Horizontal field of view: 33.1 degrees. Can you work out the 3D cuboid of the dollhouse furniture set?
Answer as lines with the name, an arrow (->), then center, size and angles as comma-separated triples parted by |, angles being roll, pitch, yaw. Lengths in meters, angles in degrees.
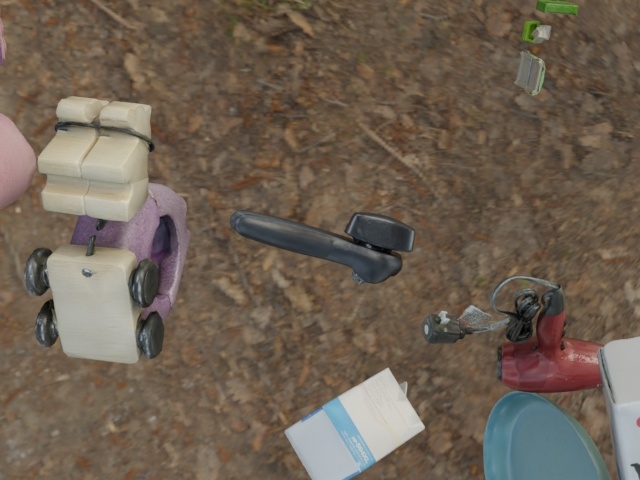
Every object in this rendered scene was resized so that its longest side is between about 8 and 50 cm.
dollhouse furniture set -> 0.367, -0.312, 1.748 | 0.058, 0.076, 0.152 | 1, 111, -18

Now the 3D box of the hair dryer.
hair dryer -> 0.300, 0.143, 1.424 | 0.223, 0.293, 0.080 | -31, 46, 54

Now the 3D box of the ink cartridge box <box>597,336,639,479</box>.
ink cartridge box -> 0.469, 0.265, 1.287 | 0.226, 0.131, 0.306 | -12, 116, 11

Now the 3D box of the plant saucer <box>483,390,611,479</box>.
plant saucer -> 0.346, 0.376, 1.604 | 0.317, 0.043, 0.318 | 171, 90, -66

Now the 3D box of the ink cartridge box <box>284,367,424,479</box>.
ink cartridge box -> 0.049, 0.228, 1.315 | 0.092, 0.143, 0.090 | -41, 76, 46

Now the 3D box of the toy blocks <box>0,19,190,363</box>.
toy blocks -> -0.202, -0.128, 0.596 | 0.308, 0.260, 0.289 | 6, 120, 12

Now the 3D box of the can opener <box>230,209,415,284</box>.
can opener -> 0.000, 0.000, 1.075 | 0.186, 0.059, 0.073 | 11, 88, -11
